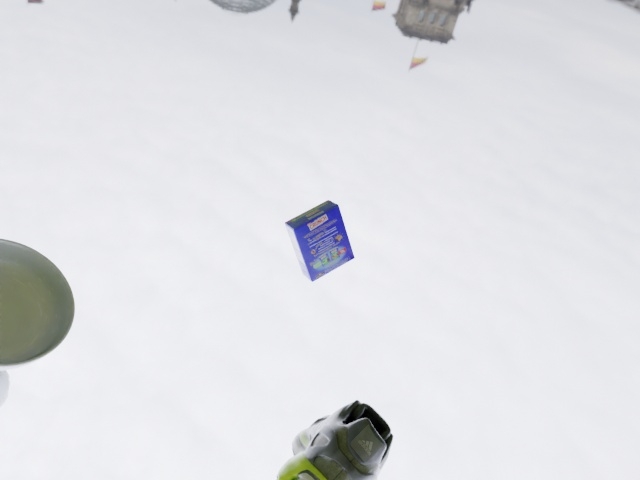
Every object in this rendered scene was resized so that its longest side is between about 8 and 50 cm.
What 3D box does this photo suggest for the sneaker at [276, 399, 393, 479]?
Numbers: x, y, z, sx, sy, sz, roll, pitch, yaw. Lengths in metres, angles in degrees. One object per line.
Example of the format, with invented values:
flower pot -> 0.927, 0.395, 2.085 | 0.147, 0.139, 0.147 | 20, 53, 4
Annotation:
sneaker -> 0.035, 0.263, 0.671 | 0.121, 0.300, 0.111 | -44, -97, -4

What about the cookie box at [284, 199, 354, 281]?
cookie box -> 0.000, 0.000, 0.901 | 0.092, 0.107, 0.040 | -28, -151, -19

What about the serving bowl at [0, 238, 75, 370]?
serving bowl -> -0.192, 0.040, 0.315 | 0.083, 0.027, 0.083 | 34, -144, -29

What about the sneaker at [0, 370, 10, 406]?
sneaker -> -0.350, 0.176, 0.435 | 0.101, 0.268, 0.153 | 29, -143, -7
